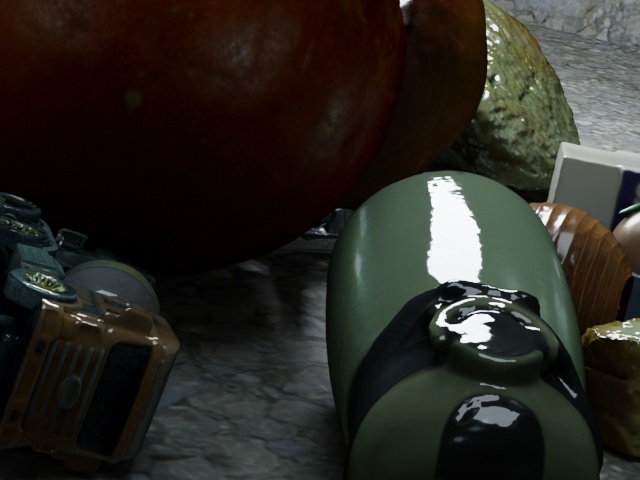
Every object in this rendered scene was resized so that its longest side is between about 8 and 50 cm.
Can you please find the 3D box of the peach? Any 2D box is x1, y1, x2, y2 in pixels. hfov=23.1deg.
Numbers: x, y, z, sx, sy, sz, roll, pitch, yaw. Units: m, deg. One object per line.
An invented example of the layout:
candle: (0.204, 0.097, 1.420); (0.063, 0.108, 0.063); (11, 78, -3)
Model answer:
peach: (-0.142, -0.124, 1.218); (0.405, 0.310, 0.335); (13, -26, 31)

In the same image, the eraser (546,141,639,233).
eraser: (0.343, -0.001, 1.423); (0.278, 0.124, 0.081); (11, 17, 5)

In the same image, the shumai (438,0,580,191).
shumai: (0.159, -0.131, 1.774); (0.222, 0.203, 0.272); (32, 34, -27)

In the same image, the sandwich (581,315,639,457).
sandwich: (0.356, 0.113, 1.105); (0.288, 0.100, 0.254); (-5, 22, -41)

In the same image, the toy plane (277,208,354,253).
toy plane: (0.002, -0.003, 1.357); (0.226, 0.058, 0.226); (14, 2, 13)

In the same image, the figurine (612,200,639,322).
figurine: (0.255, 0.015, 1.314); (0.114, 0.145, 0.178); (-1, 8, -41)

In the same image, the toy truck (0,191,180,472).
toy truck: (-0.160, 0.055, 1.010); (0.140, 0.108, 0.256); (18, 10, -22)

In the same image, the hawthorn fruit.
hawthorn fruit: (0.022, -0.172, 1.528); (0.324, 0.308, 0.308); (1, 19, -37)

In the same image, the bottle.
bottle: (0.085, 0.082, 0.951); (0.168, 0.168, 0.347); (9, 20, -3)

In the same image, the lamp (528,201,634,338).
lamp: (0.169, 0.038, 1.183); (0.136, 0.136, 0.136); (9, 17, -3)
